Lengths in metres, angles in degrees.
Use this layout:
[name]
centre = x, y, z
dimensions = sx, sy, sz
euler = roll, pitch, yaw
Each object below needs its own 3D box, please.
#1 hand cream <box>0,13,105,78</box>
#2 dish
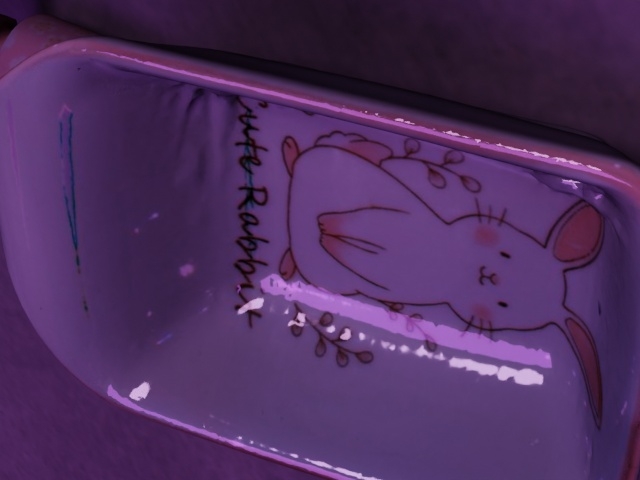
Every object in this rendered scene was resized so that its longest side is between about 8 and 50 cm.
[hand cream]
centre = -0.040, -0.033, 0.605
dimensions = 0.210, 0.043, 0.067
euler = 23, 133, 21
[dish]
centre = 0.000, 0.000, 0.539
dimensions = 0.234, 0.064, 0.154
euler = 15, 131, 18
